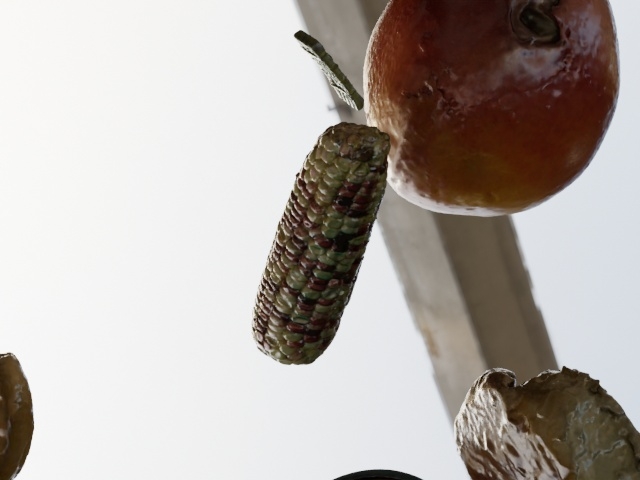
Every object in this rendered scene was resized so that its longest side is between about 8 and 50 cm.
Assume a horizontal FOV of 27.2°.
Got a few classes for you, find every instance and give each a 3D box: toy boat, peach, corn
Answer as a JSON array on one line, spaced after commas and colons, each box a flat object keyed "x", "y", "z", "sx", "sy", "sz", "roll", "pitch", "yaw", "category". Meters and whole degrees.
[{"x": 0.012, "y": -0.212, "z": 1.642, "sx": 0.016, "sy": 0.115, "sz": 0.063, "roll": -43, "pitch": -145, "yaw": -2, "category": "toy boat"}, {"x": 0.154, "y": -0.149, "z": 1.209, "sx": 0.238, "sy": 0.281, "sz": 0.281, "roll": 42, "pitch": -124, "yaw": 13, "category": "peach"}, {"x": 0.000, "y": 0.000, "z": 1.153, "sx": 0.086, "sy": 0.253, "sz": 0.086, "roll": 12, "pitch": -145, "yaw": -8, "category": "corn"}]

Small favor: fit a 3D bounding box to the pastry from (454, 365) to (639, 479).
[{"x": 0.220, "y": 0.216, "z": 1.208, "sx": 0.100, "sy": 0.218, "sz": 0.229, "roll": -24, "pitch": -130, "yaw": -26, "category": "pastry"}]

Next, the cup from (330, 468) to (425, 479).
[{"x": 0.097, "y": 0.439, "z": 1.419, "sx": 0.242, "sy": 0.292, "sz": 0.307, "roll": -5, "pitch": -120, "yaw": 25, "category": "cup"}]

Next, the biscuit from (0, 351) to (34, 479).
[{"x": -0.508, "y": 0.265, "z": 1.866, "sx": 0.274, "sy": 0.213, "sz": 0.091, "roll": -3, "pitch": -179, "yaw": 31, "category": "biscuit"}]
